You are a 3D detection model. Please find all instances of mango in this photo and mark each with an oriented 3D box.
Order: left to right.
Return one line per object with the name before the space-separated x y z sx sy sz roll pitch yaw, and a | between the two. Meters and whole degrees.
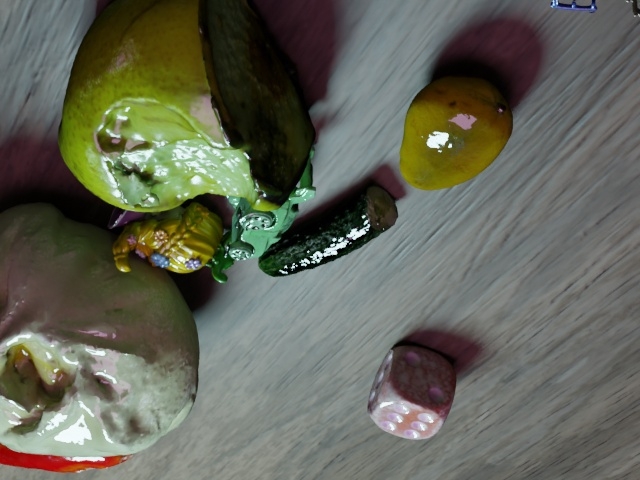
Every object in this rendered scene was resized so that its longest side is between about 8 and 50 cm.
mango | 0.129 -0.104 1.203 0.103 0.076 0.161 17 146 -10

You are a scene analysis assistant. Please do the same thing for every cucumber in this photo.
cucumber | 0.000 0.000 1.395 0.214 0.052 0.058 -28 106 42

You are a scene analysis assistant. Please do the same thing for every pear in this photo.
pear | -0.165 -0.136 1.196 0.255 0.164 0.238 -4 140 25

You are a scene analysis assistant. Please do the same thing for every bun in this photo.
bun | -0.325 0.146 1.497 0.365 0.219 0.365 9 127 12

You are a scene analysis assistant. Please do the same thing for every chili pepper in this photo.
chili pepper | -0.343 0.284 1.799 0.338 0.131 0.134 -3 148 19

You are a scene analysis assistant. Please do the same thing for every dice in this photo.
dice | 0.118 0.197 1.566 0.094 0.091 0.093 19 142 -7

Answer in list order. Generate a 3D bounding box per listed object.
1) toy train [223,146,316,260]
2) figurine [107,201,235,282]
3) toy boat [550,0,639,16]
toy train | -0.060 -0.041 1.335 0.081 0.099 0.149 5 146 -12
figurine | -0.172 0.008 1.413 0.156 0.115 0.094 30 150 -21
toy boat | 0.261 -0.215 0.993 0.175 0.110 0.091 2 141 13
